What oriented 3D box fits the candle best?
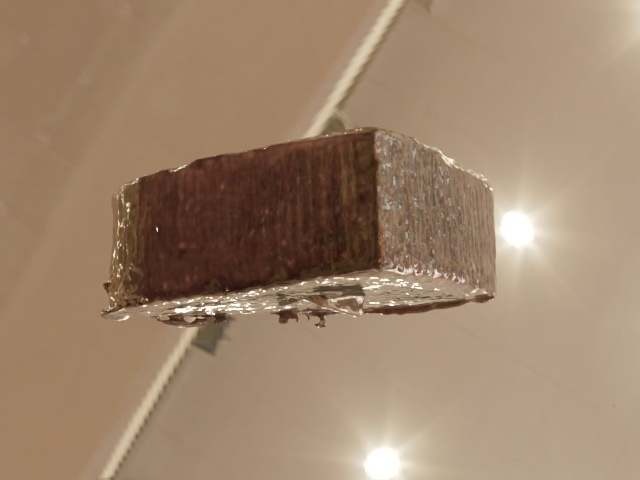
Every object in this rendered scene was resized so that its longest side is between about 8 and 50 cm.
[{"bbox_3d":[0.000,0.000,0.679,0.192,0.168,0.068,-1,-100,-17],"label":"candle"}]
